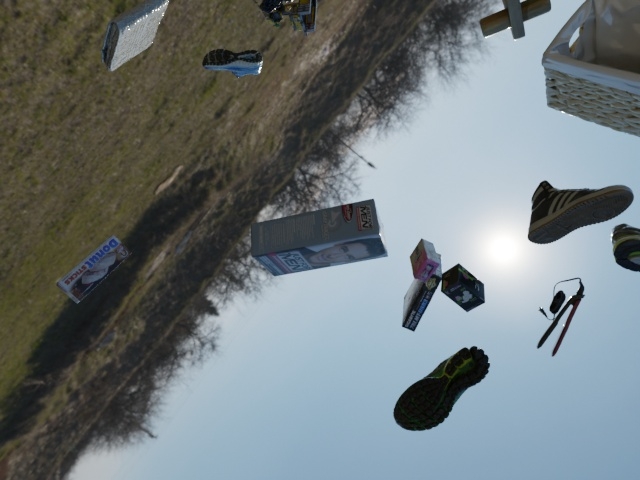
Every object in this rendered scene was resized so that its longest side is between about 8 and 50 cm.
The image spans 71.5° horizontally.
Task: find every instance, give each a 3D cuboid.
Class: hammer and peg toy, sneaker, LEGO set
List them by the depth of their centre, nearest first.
[{"bbox_3d":[0.298,-0.569,0.769,0.127,0.361,0.266,-14,-120,25],"label":"hammer and peg toy"},{"bbox_3d":[0.882,0.037,1.134,0.121,0.299,0.111,-70,-173,-46],"label":"sneaker"},{"bbox_3d":[0.656,-0.108,1.153,0.282,0.099,0.153,-43,-154,57],"label":"sneaker"},{"bbox_3d":[-0.237,-0.468,1.205,0.073,0.161,0.064,102,-15,-61],"label":"sneaker"},{"bbox_3d":[0.375,0.469,1.388,0.343,0.134,0.146,-33,161,-8],"label":"sneaker"},{"bbox_3d":[-0.137,-0.923,1.685,0.331,0.254,0.192,81,12,-67],"label":"LEGO set"}]

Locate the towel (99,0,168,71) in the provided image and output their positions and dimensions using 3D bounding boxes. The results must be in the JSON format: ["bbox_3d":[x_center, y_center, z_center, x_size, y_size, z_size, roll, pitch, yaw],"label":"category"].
[{"bbox_3d":[-0.534,-0.591,1.264,0.187,0.049,0.282,-52,-159,-26],"label":"towel"}]

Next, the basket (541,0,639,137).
[{"bbox_3d":[0.370,-0.202,0.531,0.167,0.103,0.113,35,-99,35],"label":"basket"}]

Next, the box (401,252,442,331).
[{"bbox_3d":[0.468,0.225,2.055,0.295,0.073,0.294,-57,169,-66],"label":"box"}]

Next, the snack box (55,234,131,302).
[{"bbox_3d":[-0.533,0.064,1.054,0.022,0.064,0.178,-27,-158,39],"label":"snack box"}]

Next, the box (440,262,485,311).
[{"bbox_3d":[0.312,0.103,0.975,0.052,0.083,0.062,-41,-162,38],"label":"box"}]

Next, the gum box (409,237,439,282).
[{"bbox_3d":[0.438,0.086,1.879,0.188,0.062,0.107,-81,-163,-62],"label":"gum box"}]

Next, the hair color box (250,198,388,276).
[{"bbox_3d":[0.000,0.000,1.331,0.374,0.185,0.114,-11,-115,12],"label":"hair color box"}]

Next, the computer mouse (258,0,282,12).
[{"bbox_3d":[-0.200,-0.923,1.476,0.188,0.272,0.072,-41,-133,9],"label":"computer mouse"}]

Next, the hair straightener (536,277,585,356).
[{"bbox_3d":[0.652,0.202,1.230,0.047,0.089,0.231,-9,122,-63],"label":"hair straightener"}]
